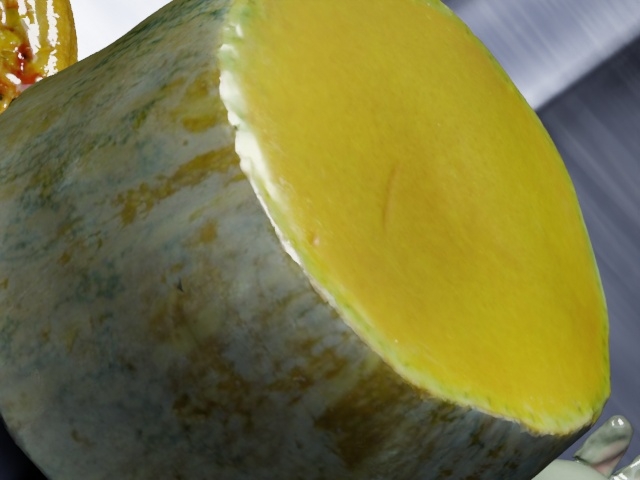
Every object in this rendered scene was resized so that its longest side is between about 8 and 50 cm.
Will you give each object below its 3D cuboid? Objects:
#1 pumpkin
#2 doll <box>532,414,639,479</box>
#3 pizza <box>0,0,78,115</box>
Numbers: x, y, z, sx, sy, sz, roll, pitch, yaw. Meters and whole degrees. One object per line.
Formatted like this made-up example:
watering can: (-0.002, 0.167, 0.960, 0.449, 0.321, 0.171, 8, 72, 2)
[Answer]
pumpkin: (0.000, 0.000, 0.715, 0.332, 0.199, 0.332, 36, 32, -27)
doll: (0.122, 0.225, 0.831, 0.155, 0.113, 0.275, 49, 49, -18)
pizza: (-0.222, -0.137, 0.794, 0.176, 0.036, 0.184, 9, 68, -27)
